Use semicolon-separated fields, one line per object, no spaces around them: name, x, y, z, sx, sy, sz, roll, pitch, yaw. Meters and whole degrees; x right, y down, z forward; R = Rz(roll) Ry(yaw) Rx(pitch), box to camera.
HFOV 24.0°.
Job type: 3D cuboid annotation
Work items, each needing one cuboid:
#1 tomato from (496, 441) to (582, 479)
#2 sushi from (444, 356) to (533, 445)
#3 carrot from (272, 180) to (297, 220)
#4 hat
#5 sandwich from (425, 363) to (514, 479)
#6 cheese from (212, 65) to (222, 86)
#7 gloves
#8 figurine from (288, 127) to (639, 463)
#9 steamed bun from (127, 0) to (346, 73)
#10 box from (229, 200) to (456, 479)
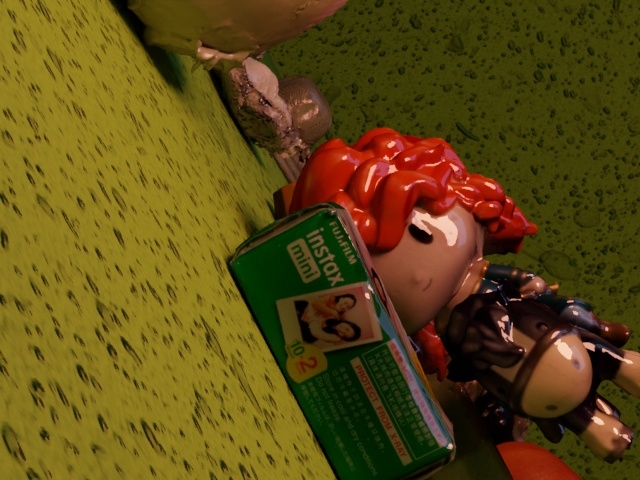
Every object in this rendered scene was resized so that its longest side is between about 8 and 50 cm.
tomato;0.254;0.370;1.789;0.260;0.180;0.259;-25;90;-86
sushi;0.174;0.200;1.984;0.238;0.219;0.225;112;-6;-61
carrot;0.020;0.049;1.800;0.260;0.070;0.070;64;4;4
hat;-0.040;-0.199;2.377;0.252;0.110;0.252;62;5;-9
sandwich;0.134;0.242;1.598;0.144;0.117;0.187;63;1;-28
cheese;-0.119;-0.221;2.029;0.162;0.036;0.086;59;2;-44
gloves;-0.083;-0.174;1.955;0.153;0.070;0.114;57;13;-50
figurine;0.147;0.063;1.480;0.412;0.241;0.306;41;24;29
steamed bun;-0.060;-0.309;1.467;0.233;0.312;0.334;59;12;-8
box;0.024;0.092;1.291;0.250;0.103;0.180;62;5;1
